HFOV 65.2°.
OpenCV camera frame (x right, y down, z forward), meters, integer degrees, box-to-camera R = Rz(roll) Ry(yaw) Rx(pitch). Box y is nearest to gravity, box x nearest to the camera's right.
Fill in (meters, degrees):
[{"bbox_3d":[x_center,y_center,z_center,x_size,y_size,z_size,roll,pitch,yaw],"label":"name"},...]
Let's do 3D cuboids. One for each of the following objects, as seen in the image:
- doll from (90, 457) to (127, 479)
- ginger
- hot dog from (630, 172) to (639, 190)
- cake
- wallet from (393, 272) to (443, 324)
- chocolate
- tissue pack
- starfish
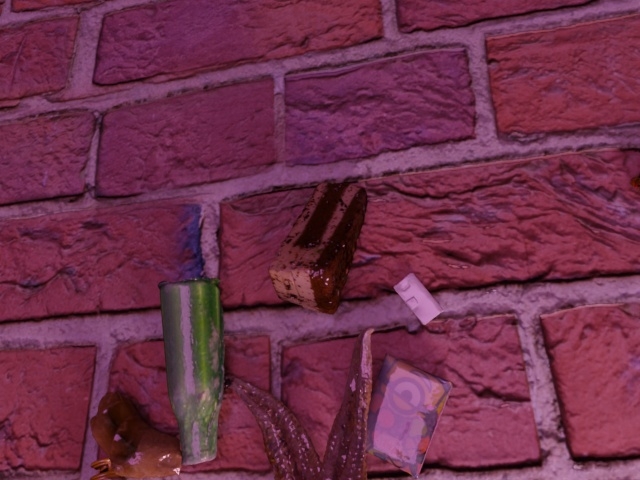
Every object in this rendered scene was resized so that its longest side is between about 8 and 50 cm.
[{"bbox_3d":[-0.342,0.413,0.789,0.073,0.084,0.127,-20,60,6],"label":"doll"},{"bbox_3d":[-0.303,0.325,0.817,0.190,0.069,0.095,36,68,21],"label":"ginger"},{"bbox_3d":[0.579,-0.081,0.802,0.144,0.038,0.062,19,79,19],"label":"hot dog"},{"bbox_3d":[0.002,-0.011,0.840,0.112,0.135,0.246,13,74,16],"label":"cake"},{"bbox_3d":[0.163,0.097,0.837,0.044,0.011,0.083,-37,69,-3],"label":"wallet"},{"bbox_3d":[-0.208,0.211,0.828,0.110,0.110,0.291,-10,72,8],"label":"chocolate"},{"bbox_3d":[0.125,0.262,0.761,0.108,0.060,0.148,21,76,19],"label":"tissue pack"},{"bbox_3d":[-0.019,0.350,0.701,0.398,0.132,0.384,-36,57,39],"label":"starfish"}]
